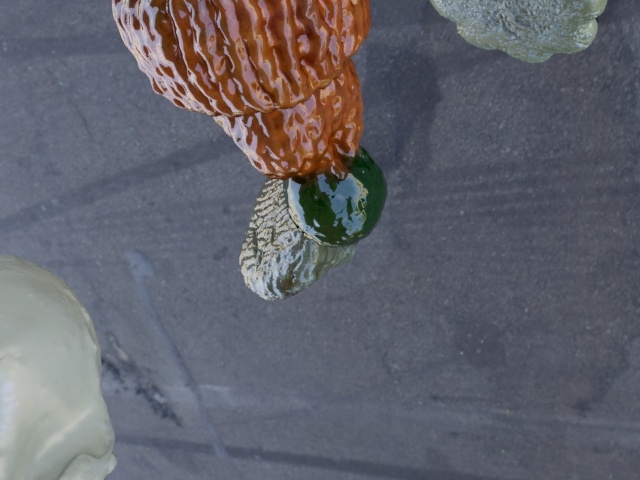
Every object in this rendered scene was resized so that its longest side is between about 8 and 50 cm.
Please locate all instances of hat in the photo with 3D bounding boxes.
[{"bbox_3d":[-0.035,-0.192,0.819,0.285,0.285,0.400,2,143,34],"label":"hat"}]

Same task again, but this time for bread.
[{"bbox_3d":[0.314,-0.349,1.075,0.287,0.056,0.207,14,163,42],"label":"bread"}]

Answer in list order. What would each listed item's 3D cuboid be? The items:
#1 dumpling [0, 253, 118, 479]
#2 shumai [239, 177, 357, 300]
[{"bbox_3d":[-0.240,0.093,0.437,0.258,0.193,0.147,37,127,28],"label":"dumpling"},{"bbox_3d":[0.000,0.000,1.114,0.204,0.272,0.222,23,118,-22],"label":"shumai"}]
